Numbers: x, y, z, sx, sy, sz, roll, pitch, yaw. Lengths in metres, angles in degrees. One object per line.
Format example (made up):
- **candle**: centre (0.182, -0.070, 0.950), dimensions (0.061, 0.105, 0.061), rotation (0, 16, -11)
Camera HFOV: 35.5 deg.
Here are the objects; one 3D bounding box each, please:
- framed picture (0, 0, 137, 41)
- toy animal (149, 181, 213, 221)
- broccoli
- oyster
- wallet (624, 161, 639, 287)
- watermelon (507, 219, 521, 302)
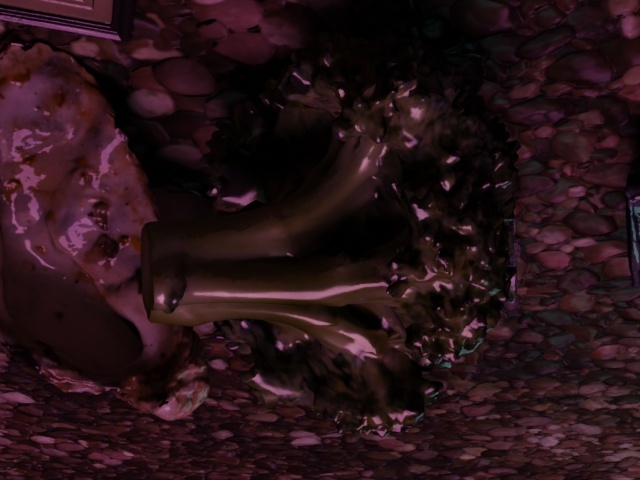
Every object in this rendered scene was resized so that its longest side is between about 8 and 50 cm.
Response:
- **framed picture**: centre (-0.205, -0.201, 0.611), dimensions (0.199, 0.010, 0.195), rotation (8, 150, -11)
- **toy animal**: centre (-0.171, 0.014, 0.881), dimensions (0.179, 0.138, 0.166), rotation (-14, 158, 13)
- **broccoli**: centre (0.010, -0.003, 0.722), dimensions (0.260, 0.288, 0.235), rotation (0, -171, 6)
- **oyster**: centre (-0.179, -0.004, 0.760), dimensions (0.166, 0.294, 0.094), rotation (-6, -173, -8)
- **wallet**: centre (0.420, -0.036, 0.803), dimensions (0.342, 0.075, 0.237), rotation (-9, 155, 16)
- **watermelon**: centre (0.163, 0.012, 0.946), dimensions (0.061, 0.085, 0.085), rotation (-15, 164, -36)
